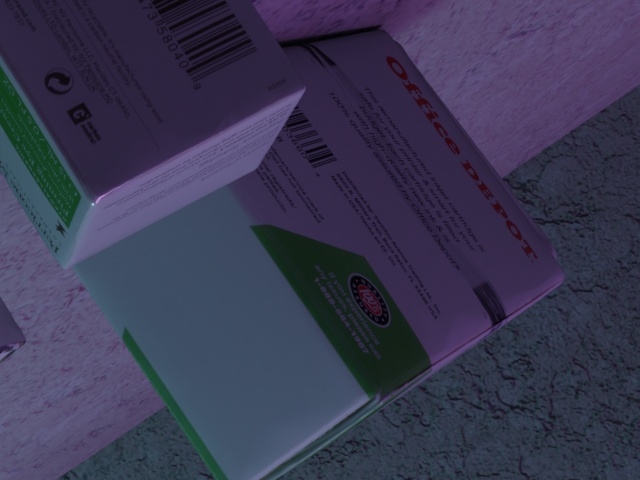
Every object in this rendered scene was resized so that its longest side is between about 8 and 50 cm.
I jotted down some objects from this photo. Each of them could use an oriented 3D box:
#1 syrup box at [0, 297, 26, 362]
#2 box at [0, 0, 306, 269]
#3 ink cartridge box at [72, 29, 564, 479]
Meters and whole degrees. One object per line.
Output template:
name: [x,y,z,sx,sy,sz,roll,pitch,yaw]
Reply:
syrup box: [-0.264,0.081,0.788,0.237,0.096,0.093,-37,171,19]
box: [-0.080,-0.063,0.663,0.102,0.101,0.087,-30,172,-22]
ink cartridge box: [0.000,0.000,0.993,0.121,0.211,0.289,-39,171,28]
